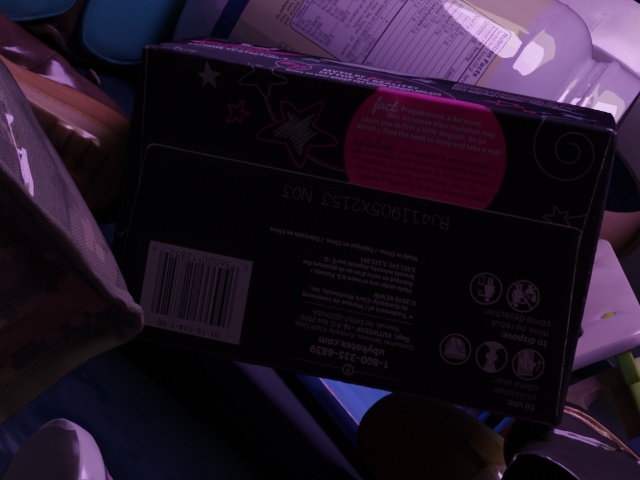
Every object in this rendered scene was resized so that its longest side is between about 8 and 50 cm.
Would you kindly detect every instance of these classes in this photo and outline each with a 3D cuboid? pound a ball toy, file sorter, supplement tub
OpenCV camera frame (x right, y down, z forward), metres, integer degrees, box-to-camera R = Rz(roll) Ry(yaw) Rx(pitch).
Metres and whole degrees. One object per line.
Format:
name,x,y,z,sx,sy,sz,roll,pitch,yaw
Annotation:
pound a ball toy,0.211,0.148,1.357,0.319,0.136,0.208,-80,147,-75
file sorter,0.069,0.077,1.134,0.118,0.104,0.170,49,12,25
supplement tub,0.068,-0.130,1.413,0.325,0.235,0.235,34,12,7

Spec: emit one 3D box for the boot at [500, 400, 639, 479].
boot,0.173,0.162,0.899,0.198,0.077,0.137,29,9,9

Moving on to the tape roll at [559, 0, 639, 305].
tape roll,0.223,-0.078,1.620,0.392,0.072,0.392,29,-32,20

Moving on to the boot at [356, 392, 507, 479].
boot,0.079,0.170,0.945,0.213,0.077,0.165,49,16,14

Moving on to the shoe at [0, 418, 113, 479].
shoe,-0.073,0.142,0.626,0.081,0.063,0.178,37,19,-29

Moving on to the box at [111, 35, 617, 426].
box,0.026,-0.011,0.966,0.247,0.163,0.142,11,10,8

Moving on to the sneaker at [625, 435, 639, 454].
sneaker,0.301,0.147,1.100,0.323,0.236,0.130,-12,81,-35

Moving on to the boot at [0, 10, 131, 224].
boot,-0.203,-0.098,1.022,0.248,0.090,0.207,39,1,-8

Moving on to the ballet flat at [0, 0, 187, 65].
ballet flat,-0.197,-0.199,1.257,0.123,0.123,0.348,45,13,11

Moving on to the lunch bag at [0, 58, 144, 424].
lunch bag,-0.213,-0.075,0.547,0.235,0.169,0.287,52,-1,36
